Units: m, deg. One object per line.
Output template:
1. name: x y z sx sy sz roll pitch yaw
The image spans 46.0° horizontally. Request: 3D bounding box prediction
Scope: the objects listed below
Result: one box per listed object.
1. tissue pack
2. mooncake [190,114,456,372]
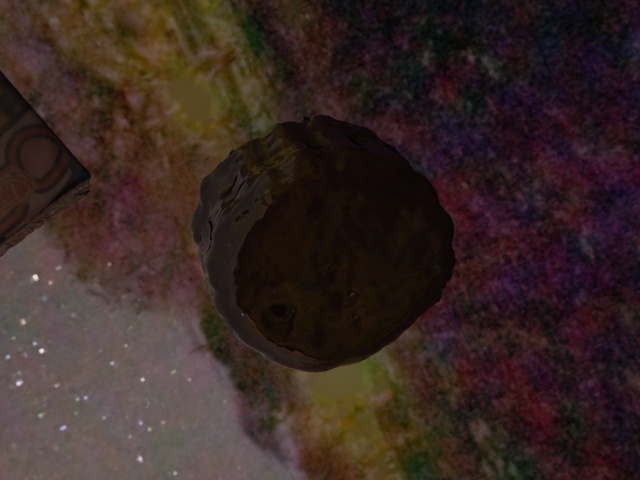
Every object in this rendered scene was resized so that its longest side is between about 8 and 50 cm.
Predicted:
1. tissue pack: -0.258 -0.065 0.535 0.155 0.115 0.065 51 161 -5
2. mooncake: -0.001 0.001 0.988 0.324 0.324 0.187 66 174 -34
